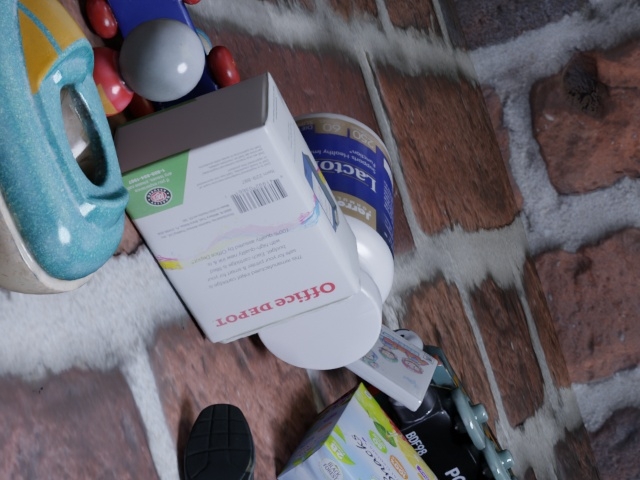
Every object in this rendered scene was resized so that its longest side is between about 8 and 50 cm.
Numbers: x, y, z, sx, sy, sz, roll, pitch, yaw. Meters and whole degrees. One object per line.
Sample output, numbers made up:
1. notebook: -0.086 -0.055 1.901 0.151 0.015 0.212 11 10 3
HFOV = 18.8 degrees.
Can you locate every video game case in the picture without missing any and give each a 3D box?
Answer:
1. video game case: 0.053 0.117 2.129 0.157 0.019 0.143 34 18 1

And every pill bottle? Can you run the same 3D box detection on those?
1. pill bottle: 0.000 0.000 1.984 0.264 0.153 0.153 -89 157 -51

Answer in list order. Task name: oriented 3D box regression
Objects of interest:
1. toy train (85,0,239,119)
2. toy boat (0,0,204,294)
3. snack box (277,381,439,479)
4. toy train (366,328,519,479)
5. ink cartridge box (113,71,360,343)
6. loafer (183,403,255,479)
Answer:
1. toy train: -0.162 -0.238 1.791 0.143 0.105 0.248 -98 166 -70
2. toy boat: -0.190 -0.109 1.427 0.318 0.148 0.267 -44 115 -73
3. snack box: 0.054 0.255 1.958 0.174 0.070 0.207 51 18 -4
4. toy train: 0.152 0.250 2.316 0.334 0.142 0.190 57 8 -38
5. ink cartridge box: -0.074 -0.025 1.741 0.093 0.154 0.212 -91 157 -52
6. loafer: -0.084 0.218 1.640 0.061 0.062 0.170 90 -1 -52
